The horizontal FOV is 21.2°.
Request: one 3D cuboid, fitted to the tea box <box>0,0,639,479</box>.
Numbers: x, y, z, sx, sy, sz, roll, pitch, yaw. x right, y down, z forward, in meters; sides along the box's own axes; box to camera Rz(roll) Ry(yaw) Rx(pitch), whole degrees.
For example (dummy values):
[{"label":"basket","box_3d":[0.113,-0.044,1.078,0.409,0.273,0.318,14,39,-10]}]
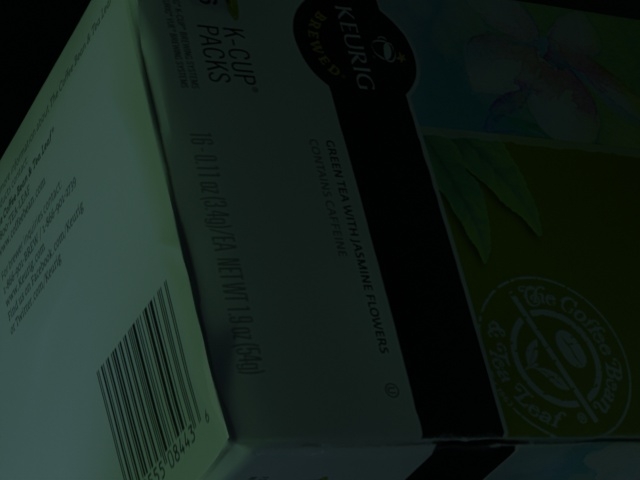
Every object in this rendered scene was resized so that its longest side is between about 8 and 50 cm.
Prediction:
[{"label":"tea box","box_3d":[0.012,0.066,0.786,0.329,0.323,0.220,-49,48,47]}]
